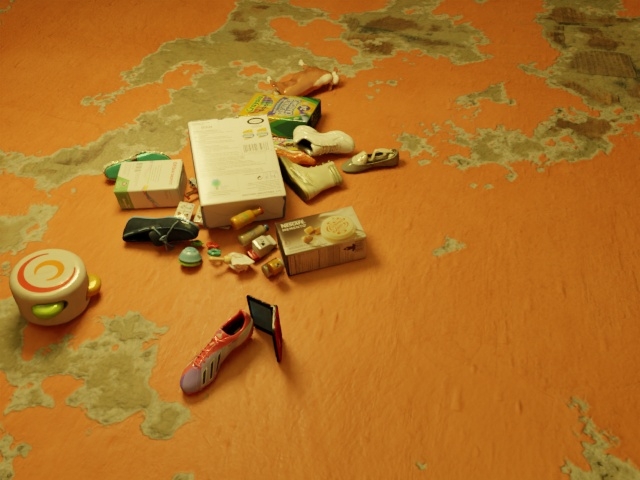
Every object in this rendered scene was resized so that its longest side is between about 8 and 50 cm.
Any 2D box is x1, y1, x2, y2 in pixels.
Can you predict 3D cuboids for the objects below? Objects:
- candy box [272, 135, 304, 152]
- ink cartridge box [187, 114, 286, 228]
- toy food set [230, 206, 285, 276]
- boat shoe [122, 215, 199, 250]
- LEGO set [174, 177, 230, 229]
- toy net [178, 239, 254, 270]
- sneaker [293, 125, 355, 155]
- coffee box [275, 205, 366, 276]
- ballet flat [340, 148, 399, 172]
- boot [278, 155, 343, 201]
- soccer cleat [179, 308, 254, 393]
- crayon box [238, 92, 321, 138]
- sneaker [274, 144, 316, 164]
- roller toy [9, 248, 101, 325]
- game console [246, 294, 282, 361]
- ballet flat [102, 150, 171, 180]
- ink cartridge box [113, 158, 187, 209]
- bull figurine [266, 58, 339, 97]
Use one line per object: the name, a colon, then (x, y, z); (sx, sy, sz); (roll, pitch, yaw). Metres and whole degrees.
candy box: (-0.162, -0.363, 2.039); (0.205, 0.027, 0.105); (0, 43, 3)
ink cartridge box: (-0.278, -0.256, 1.775); (0.269, 0.151, 0.396); (-8, 65, -13)
toy food set: (-0.162, 0.010, 1.624); (0.104, 0.111, 0.232); (-30, 59, -26)
boat shoe: (-0.495, -0.014, 1.686); (0.258, 0.109, 0.089); (-1, 51, 24)
LEGO set: (-0.372, -0.132, 1.831); (0.182, 0.060, 0.244); (10, 48, -4)
toy net: (-0.306, 0.053, 1.642); (0.232, 0.045, 0.122); (12, 21, 10)
sneaker: (0.008, -0.338, 1.953); (0.232, 0.090, 0.115); (8, 43, 4)
coffee box: (0.000, 0.000, 1.634); (0.246, 0.098, 0.141); (-13, 47, -10)
ballet flat: (0.175, -0.292, 1.927); (0.213, 0.068, 0.072); (-9, 46, -5)
boot: (-0.037, -0.238, 1.880); (0.165, 0.077, 0.213); (-26, 55, -20)
soccer cleat: (-0.266, 0.276, 1.377); (0.083, 0.095, 0.248); (31, 60, 28)
crayon box: (-0.177, -0.485, 2.098); (0.322, 0.083, 0.203); (8, 40, 12)
sneaker: (-0.102, -0.292, 1.957); (0.175, 0.064, 0.068); (13, 84, 6)
roller toy: (-0.743, 0.131, 1.510); (0.191, 0.146, 0.209); (26, 46, 13)
game console: (-0.145, 0.227, 1.392); (0.085, 0.144, 0.124); (-3, 46, 1)
ballet flat: (-0.657, -0.276, 1.944); (0.240, 0.091, 0.077); (-13, 25, -14)
ink cartridge box: (-0.572, -0.192, 1.848); (0.212, 0.093, 0.154); (-5, 47, 0)
bull figurine: (-0.069, -0.670, 2.281); (0.310, 0.101, 0.188); (-32, 49, -28)
